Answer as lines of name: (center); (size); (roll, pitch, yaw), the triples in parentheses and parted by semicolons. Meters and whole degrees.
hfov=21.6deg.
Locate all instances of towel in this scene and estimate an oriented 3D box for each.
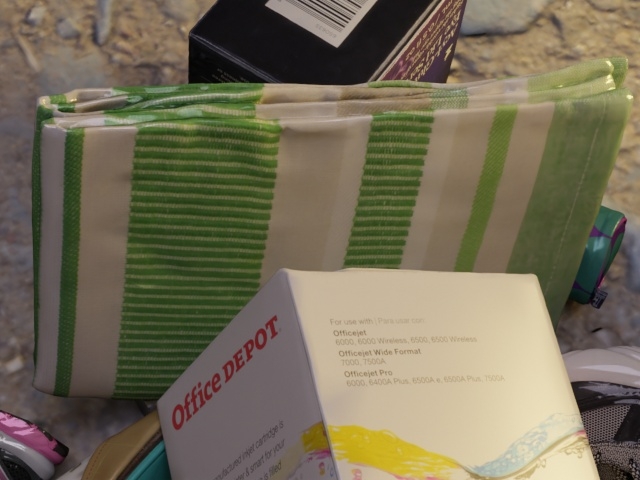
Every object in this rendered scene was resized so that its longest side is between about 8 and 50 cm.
towel: (0.000, 0.000, 0.950); (0.325, 0.248, 0.038); (-5, 48, -15)

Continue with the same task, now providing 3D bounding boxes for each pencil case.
pencil case: (0.117, -0.007, 1.083); (0.151, 0.070, 0.064); (19, 36, 6)

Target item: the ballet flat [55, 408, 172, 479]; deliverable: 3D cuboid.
ballet flat: (-0.144, 0.178, 0.959); (0.073, 0.080, 0.232); (17, 58, 23)

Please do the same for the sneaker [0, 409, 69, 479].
sneaker: (-0.244, 0.123, 0.985); (0.178, 0.072, 0.077); (17, 72, 11)

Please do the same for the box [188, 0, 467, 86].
box: (0.002, -0.093, 1.042); (0.108, 0.207, 0.153); (31, 65, 13)

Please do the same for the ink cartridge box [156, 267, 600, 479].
ink cartridge box: (0.038, 0.152, 0.898); (0.168, 0.171, 0.233); (2, 61, -31)

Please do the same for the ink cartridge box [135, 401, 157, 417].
ink cartridge box: (-0.071, 0.060, 1.052); (0.115, 0.029, 0.063); (-25, 66, -16)

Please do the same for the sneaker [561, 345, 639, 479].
sneaker: (0.213, 0.146, 0.965); (0.268, 0.101, 0.153); (-2, 52, 4)
